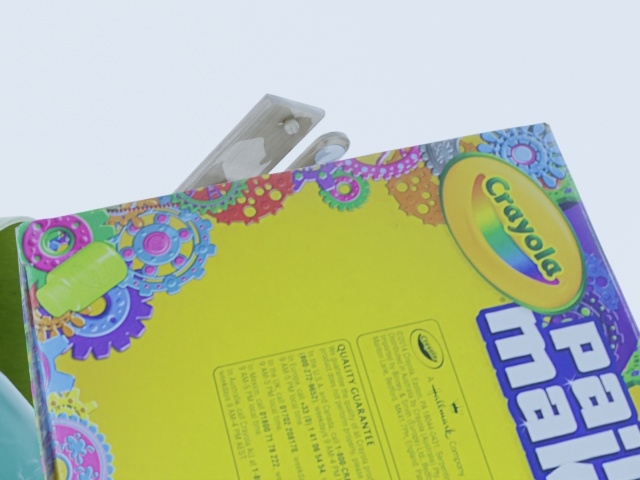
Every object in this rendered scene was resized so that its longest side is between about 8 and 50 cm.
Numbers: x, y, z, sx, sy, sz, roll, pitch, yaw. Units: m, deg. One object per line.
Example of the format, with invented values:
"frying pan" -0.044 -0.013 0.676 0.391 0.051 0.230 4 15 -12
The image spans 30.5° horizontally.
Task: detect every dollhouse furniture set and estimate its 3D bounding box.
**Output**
"dollhouse furniture set" 0.000 0.000 0.867 0.144 0.151 0.123 10 -42 -44

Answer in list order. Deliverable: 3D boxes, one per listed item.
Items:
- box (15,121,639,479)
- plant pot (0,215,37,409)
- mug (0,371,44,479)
"box" 0.021 0.165 0.412 0.177 0.289 0.279 -12 -27 -10
"plant pot" -0.395 0.106 0.994 0.294 0.274 0.274 4 -43 10
"mug" -0.241 0.171 0.772 0.158 0.129 0.097 -37 -85 22
